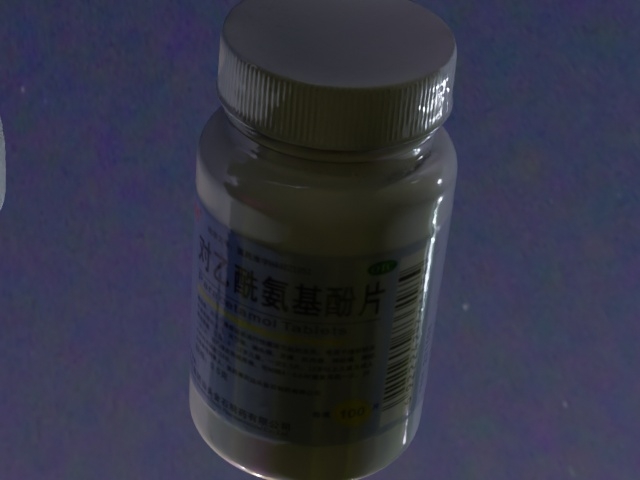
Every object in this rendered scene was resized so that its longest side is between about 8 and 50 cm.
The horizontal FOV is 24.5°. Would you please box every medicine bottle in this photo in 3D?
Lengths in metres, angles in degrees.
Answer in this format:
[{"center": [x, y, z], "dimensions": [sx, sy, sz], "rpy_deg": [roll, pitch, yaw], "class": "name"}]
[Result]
[{"center": [0.000, 0.000, 0.594], "dimensions": [0.103, 0.103, 0.186], "rpy_deg": [-3, -55, -13], "class": "medicine bottle"}]

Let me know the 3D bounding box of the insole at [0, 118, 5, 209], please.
[{"center": [-0.263, -0.109, 1.103], "dimensions": [0.004, 0.065, 0.197], "rpy_deg": [3, -69, 24], "class": "insole"}]
